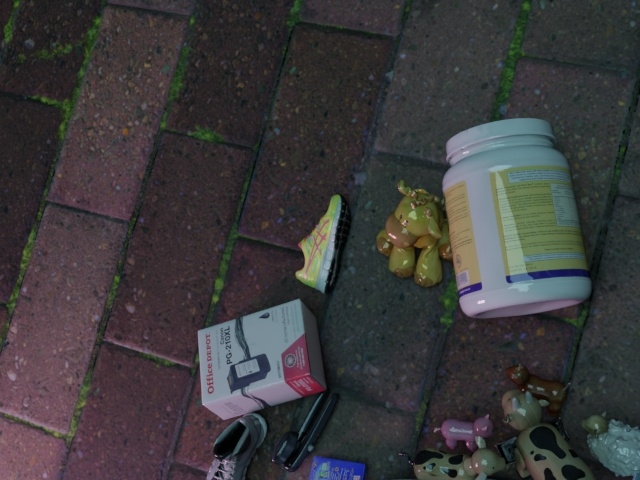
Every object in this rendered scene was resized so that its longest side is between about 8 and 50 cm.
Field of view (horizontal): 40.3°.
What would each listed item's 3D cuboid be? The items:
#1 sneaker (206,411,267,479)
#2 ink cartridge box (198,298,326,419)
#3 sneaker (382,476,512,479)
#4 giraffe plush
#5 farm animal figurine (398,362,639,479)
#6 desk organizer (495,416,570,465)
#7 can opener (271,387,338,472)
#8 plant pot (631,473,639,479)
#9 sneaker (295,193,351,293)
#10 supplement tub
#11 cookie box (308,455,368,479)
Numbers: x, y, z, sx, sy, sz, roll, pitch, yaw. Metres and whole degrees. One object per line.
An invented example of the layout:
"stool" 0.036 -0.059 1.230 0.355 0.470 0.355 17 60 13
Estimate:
"sneaker" -0.196 0.453 1.761 0.086 0.132 0.229 22 87 20
"ink cartridge box" -0.122 0.243 1.769 0.237 0.100 0.172 -18 56 14
"sneaker" 0.230 0.495 1.617 0.318 0.131 0.112 -8 71 15
"giraffe plush" 0.193 -0.028 1.701 0.181 0.170 0.210 25 89 20
"farm animal figurine" 0.349 0.357 1.506 0.330 0.172 0.326 -38 50 -17
"desk organizer" 0.397 0.378 1.630 0.130 0.050 0.047 -26 74 12
"can opener" -0.022 0.384 1.760 0.059 0.073 0.186 34 83 28
"plant pot" 0.687 0.488 1.392 0.334 0.341 0.341 12 84 11
"sneaker" 0.000 0.000 1.806 0.094 0.081 0.209 14 85 21
"supplement tub" 0.356 -0.035 1.615 0.241 0.241 0.331 -10 78 16
"cookie box" 0.032 0.483 1.719 0.107 0.040 0.092 5 60 19
